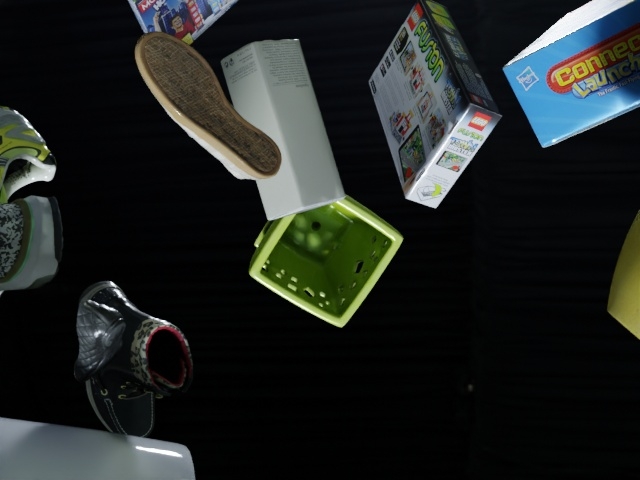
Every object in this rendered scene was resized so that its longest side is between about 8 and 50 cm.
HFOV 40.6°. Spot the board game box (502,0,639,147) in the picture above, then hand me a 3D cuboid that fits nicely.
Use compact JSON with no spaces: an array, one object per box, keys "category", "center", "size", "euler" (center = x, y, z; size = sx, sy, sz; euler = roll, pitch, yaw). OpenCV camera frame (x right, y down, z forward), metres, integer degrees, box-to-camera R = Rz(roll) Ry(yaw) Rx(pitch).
[{"category":"board game box","center":[0.362,-0.228,0.832],"size":[0.086,0.302,0.308],"euler":[60,-146,-8]}]

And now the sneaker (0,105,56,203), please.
[{"category":"sneaker","center":[-0.610,-0.093,1.432],"size":[0.384,0.147,0.145],"euler":[-43,-20,-36]}]

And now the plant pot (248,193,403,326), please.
[{"category":"plant pot","center":[0.000,0.000,1.737],"size":[0.228,0.227,0.207],"euler":[-55,16,11]}]

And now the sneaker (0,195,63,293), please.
[{"category":"sneaker","center":[-0.551,0.021,1.274],"size":[0.182,0.410,0.158],"euler":[16,-121,-44]}]

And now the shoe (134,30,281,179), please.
[{"category":"shoe","center":[-0.135,-0.144,0.985],"size":[0.219,0.058,0.077],"euler":[46,-120,-27]}]

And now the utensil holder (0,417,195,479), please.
[{"category":"utensil holder","center":[-0.367,0.369,1.001],"size":[0.327,0.385,0.328],"euler":[-168,90,-73]}]

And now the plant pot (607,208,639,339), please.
[{"category":"plant pot","center":[0.258,0.036,0.601],"size":[0.095,0.134,0.134],"euler":[-50,-1,9]}]

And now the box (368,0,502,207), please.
[{"category":"box","center":[0.105,-0.141,0.850],"size":[0.114,0.036,0.207],"euler":[-57,28,34]}]

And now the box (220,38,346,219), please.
[{"category":"box","center":[-0.060,-0.181,1.405],"size":[0.113,0.094,0.275],"euler":[-15,-91,-45]}]

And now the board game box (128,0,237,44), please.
[{"category":"board game box","center":[-0.188,-0.370,1.183],"size":[0.194,0.060,0.194],"euler":[-46,-22,-13]}]

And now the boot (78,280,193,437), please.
[{"category":"boot","center":[-0.233,0.182,1.120],"size":[0.085,0.178,0.236],"euler":[-22,-65,-35]}]

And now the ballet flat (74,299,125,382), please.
[{"category":"ballet flat","center":[-0.257,0.115,0.989],"size":[0.057,0.049,0.173],"euler":[-44,-7,-37]}]
